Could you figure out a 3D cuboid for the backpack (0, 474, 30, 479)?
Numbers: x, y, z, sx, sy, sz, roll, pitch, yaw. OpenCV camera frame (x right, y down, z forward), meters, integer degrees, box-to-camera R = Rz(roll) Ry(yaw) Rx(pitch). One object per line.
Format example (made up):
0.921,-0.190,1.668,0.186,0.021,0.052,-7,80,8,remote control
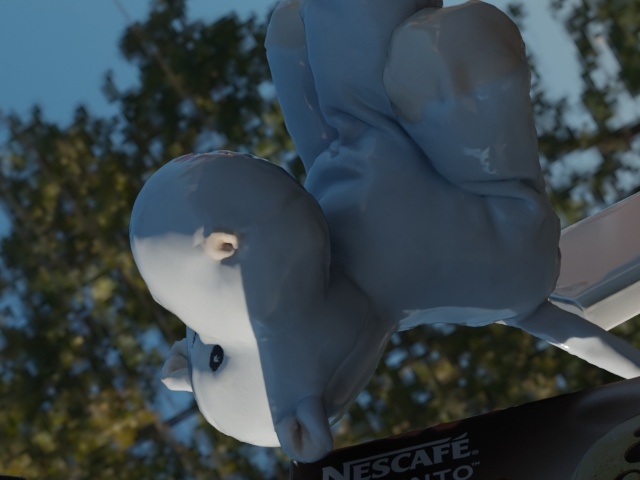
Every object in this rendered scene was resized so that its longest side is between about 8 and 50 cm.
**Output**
-0.251,0.347,1.382,0.290,0.273,0.355,8,-132,-46,backpack

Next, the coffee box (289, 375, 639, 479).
0.137,0.175,0.908,0.168,0.297,0.119,-88,-19,-55,coffee box

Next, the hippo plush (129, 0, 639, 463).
0.000,0.000,1.002,0.234,0.236,0.294,31,152,54,hippo plush

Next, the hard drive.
0.303,0.002,1.601,0.203,0.307,0.040,9,120,63,hard drive
